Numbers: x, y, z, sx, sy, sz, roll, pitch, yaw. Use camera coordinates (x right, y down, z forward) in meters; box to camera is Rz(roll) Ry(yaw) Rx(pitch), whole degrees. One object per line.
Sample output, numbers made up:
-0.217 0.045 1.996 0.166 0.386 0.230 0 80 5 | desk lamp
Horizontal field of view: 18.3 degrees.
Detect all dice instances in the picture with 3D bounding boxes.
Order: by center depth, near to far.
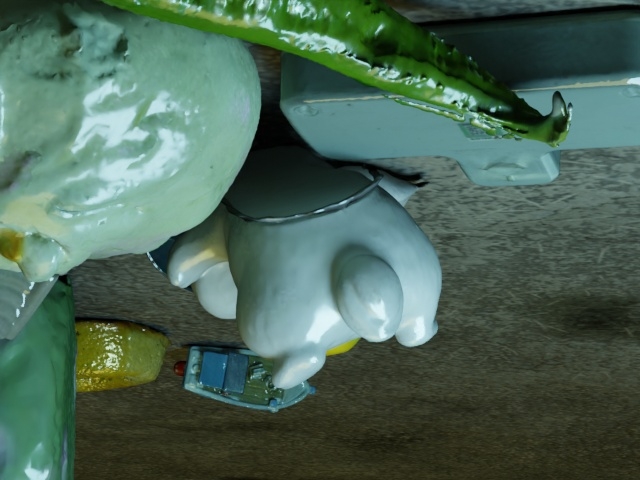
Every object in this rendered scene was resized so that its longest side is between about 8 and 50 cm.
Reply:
-0.413 0.195 2.015 0.322 0.318 0.330 2 165 -6 | dice

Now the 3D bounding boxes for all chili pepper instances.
-0.008 -0.132 1.186 0.359 0.076 0.085 16 150 -25 | chili pepper

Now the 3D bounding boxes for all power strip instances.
0.118 -0.093 1.370 0.265 0.059 0.193 -3 161 16 | power strip

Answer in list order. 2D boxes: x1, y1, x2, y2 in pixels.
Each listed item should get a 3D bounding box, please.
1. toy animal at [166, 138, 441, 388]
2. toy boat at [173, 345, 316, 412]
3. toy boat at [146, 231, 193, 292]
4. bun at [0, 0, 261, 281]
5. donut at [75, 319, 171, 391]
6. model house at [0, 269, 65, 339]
-0.006 0.002 1.517 0.208 0.154 0.325 -6 -160 9 | toy animal
-0.087 0.165 2.370 0.173 0.069 0.059 14 169 -27 | toy boat
-0.052 0.014 1.741 0.246 0.093 0.103 12 -176 -35 | toy boat
-0.177 -0.056 1.302 0.283 0.179 0.283 -1 168 0 | bun
-0.262 0.138 2.288 0.162 0.065 0.178 10 162 -31 | donut
-0.273 -0.011 1.464 0.188 0.229 0.122 18 122 -14 | model house
